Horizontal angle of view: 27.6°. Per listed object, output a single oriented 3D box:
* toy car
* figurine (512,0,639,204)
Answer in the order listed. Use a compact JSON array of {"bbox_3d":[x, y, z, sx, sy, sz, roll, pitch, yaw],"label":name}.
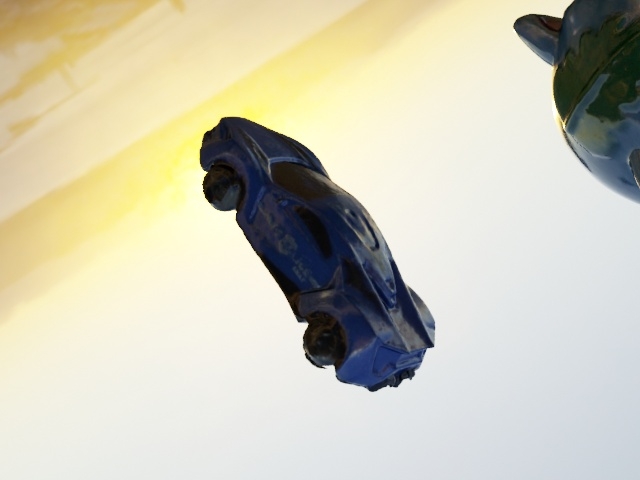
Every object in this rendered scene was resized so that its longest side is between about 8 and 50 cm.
[{"bbox_3d":[0.000,0.000,0.854,0.063,0.216,0.103,-41,163,28],"label":"toy car"},{"bbox_3d":[0.173,-0.074,0.495,0.178,0.114,0.144,1,151,-43],"label":"figurine"}]
